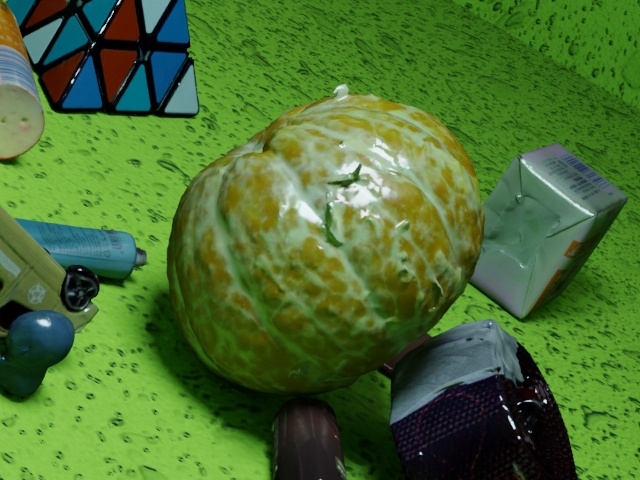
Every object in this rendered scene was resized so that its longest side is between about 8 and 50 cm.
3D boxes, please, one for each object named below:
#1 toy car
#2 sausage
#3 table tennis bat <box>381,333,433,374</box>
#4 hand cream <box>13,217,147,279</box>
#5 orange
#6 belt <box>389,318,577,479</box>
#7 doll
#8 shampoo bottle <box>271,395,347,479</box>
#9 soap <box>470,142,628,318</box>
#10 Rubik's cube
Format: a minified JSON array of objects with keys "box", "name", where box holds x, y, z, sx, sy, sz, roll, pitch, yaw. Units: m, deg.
[{"box":[-0.304,0.013,1.560,0.101,0.124,0.256,23,-21,45],"name":"toy car"},{"box":[-0.372,-0.201,2.037,0.093,0.093,0.312,21,23,-27],"name":"sausage"},{"box":[0.061,0.102,2.051,0.274,0.021,0.154,33,20,-2],"name":"table tennis bat"},{"box":[-0.272,0.004,1.787,0.224,0.048,0.083,10,28,-32],"name":"hand cream"},{"box":[0.000,0.000,1.765,0.249,0.329,0.329,58,15,-14],"name":"orange"},{"box":[0.146,0.195,1.761,0.184,0.164,0.289,55,15,-14],"name":"belt"},{"box":[-0.243,0.093,1.549,0.050,0.083,0.076,48,23,27],"name":"doll"},{"box":[-0.008,0.218,1.610,0.068,0.067,0.236,34,18,-19],"name":"shampoo bottle"},{"box":[0.289,-0.015,2.417,0.138,0.182,0.199,38,21,13],"name":"soap"},{"box":[-0.247,-0.286,2.212,0.284,0.234,0.250,32,21,-1],"name":"Rubik's cube"}]
